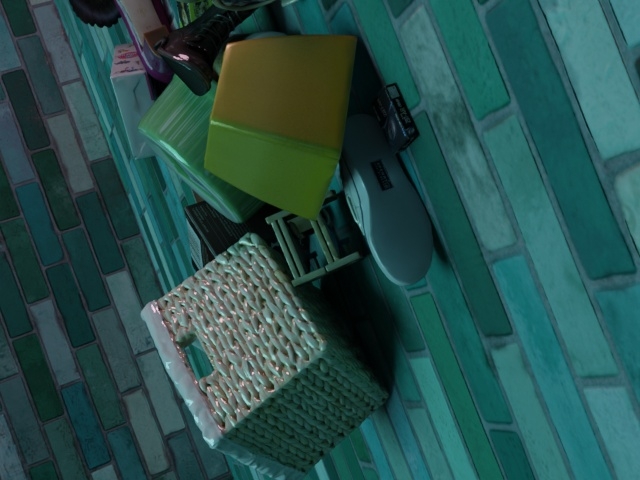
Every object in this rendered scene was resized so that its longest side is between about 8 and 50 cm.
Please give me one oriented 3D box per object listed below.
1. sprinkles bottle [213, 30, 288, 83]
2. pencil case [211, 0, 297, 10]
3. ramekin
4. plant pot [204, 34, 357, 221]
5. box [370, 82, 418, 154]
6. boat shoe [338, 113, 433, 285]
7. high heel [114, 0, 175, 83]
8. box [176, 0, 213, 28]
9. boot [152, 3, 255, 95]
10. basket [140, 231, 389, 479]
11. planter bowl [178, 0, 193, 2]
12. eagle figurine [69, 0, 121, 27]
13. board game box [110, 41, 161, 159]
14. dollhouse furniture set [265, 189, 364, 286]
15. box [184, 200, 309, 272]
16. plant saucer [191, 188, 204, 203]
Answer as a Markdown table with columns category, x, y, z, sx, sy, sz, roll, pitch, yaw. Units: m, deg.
| category | x | y | z | sx | sy | sz | roll | pitch | yaw |
| --- | --- | --- | --- | --- | --- | --- | --- | --- | --- |
| sprinkles bottle | -0.144 | -0.317 | 1.710 | 0.355 | 0.121 | 0.121 | 26 | 133 | 64 |
| pencil case | -0.163 | -0.552 | 1.474 | 0.160 | 0.184 | 0.410 | -33 | 77 | 42 |
| ramekin | -0.200 | -0.171 | 1.771 | 0.303 | 0.148 | 0.303 | 41 | 172 | 7 |
| plant pot | -0.067 | -0.180 | 1.405 | 0.212 | 0.187 | 0.212 | 111 | 169 | -63 |
| box | 0.104 | -0.172 | 1.333 | 0.083 | 0.018 | 0.067 | 67 | 160 | 8 |
| boat shoe | 0.085 | -0.053 | 1.393 | 0.088 | 0.096 | 0.267 | 115 | 133 | -70 |
| high heel | -0.442 | -0.562 | 2.289 | 0.181 | 0.127 | 0.377 | 117 | 134 | -74 |
| box | -0.257 | -0.434 | 1.997 | 0.087 | 0.058 | 0.232 | 50 | 153 | 45 |
| boot | -0.164 | -0.362 | 1.566 | 0.091 | 0.229 | 0.263 | 49 | 180 | -31 |
| basket | -0.091 | 0.219 | 1.727 | 0.328 | 0.266 | 0.331 | 55 | -175 | 35 |
| planter bowl | -0.217 | -0.466 | 1.574 | 0.162 | 0.162 | 0.109 | 66 | 153 | 10 |
| eagle figurine | -0.579 | -0.718 | 2.406 | 0.225 | 0.226 | 0.298 | 45 | 151 | 8 |
| board game box | -0.469 | -0.373 | 2.458 | 0.303 | 0.098 | 0.224 | -112 | 10 | -61 |
| dollhouse furniture set | 0.000 | 0.000 | 1.678 | 0.184 | 0.129 | 0.129 | 29 | -142 | -82 |
| box | -0.149 | 0.008 | 1.922 | 0.167 | 0.203 | 0.168 | 53 | 155 | 40 |
| plant saucer | -0.229 | -0.103 | 2.134 | 0.310 | 0.050 | 0.310 | 55 | 157 | 37 |
